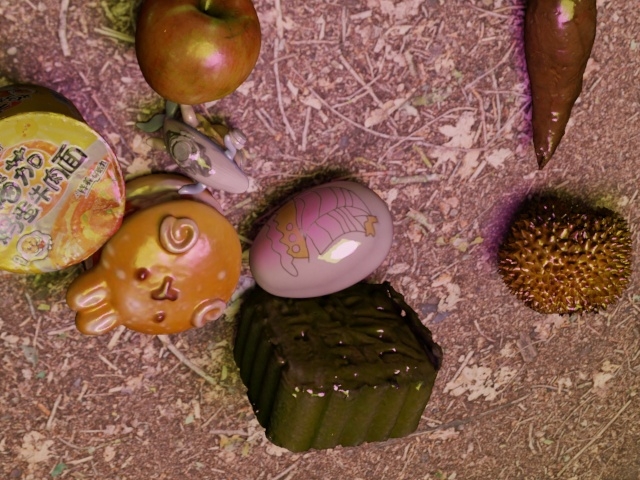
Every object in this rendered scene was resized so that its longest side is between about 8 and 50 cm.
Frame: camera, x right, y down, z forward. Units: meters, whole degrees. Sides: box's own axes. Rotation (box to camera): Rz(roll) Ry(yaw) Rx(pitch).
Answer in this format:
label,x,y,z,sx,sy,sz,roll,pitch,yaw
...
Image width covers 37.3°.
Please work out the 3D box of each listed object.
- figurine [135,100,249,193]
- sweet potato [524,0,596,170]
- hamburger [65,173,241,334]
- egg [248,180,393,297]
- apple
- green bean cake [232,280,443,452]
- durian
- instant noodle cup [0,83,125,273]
label,x,y,z,sx,sy,sz,roll,pitch,yaw
figurine,-0.198,-0.156,1.563,0.208,0.184,0.128,45,105,0
sweet potato,0.434,-0.331,1.743,0.130,0.130,0.423,-16,131,-15
hamburger,-0.286,0.039,1.611,0.302,0.186,0.261,-10,123,-16
egg,0.000,0.000,1.711,0.271,0.196,0.196,-15,125,-8
apple,-0.188,-0.301,1.436,0.195,0.196,0.196,-12,124,-18
green bean cake,0.024,0.219,1.769,0.319,0.335,0.218,-3,122,-28
durian,0.510,0.028,1.933,0.292,0.258,0.258,-7,123,-26
instant noodle cup,-0.442,-0.109,1.434,0.264,0.200,0.264,-11,123,-18
